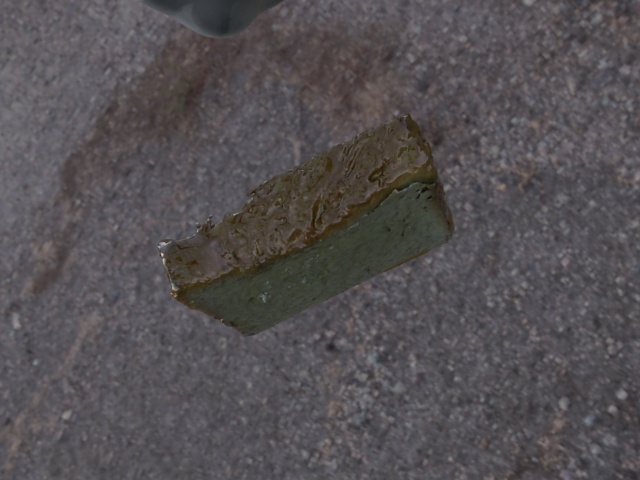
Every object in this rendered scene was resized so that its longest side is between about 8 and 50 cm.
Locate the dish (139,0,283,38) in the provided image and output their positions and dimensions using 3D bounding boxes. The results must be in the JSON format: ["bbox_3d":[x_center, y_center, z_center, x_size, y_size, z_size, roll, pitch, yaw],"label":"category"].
[{"bbox_3d":[-0.100,-0.316,0.902,0.081,0.229,0.229,-14,53,55],"label":"dish"}]

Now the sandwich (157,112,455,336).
[{"bbox_3d":[0.000,0.001,0.877,0.251,0.226,0.087,-26,74,5],"label":"sandwich"}]
